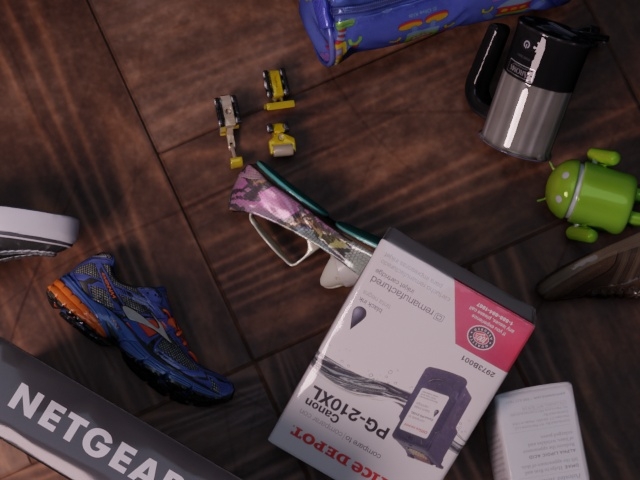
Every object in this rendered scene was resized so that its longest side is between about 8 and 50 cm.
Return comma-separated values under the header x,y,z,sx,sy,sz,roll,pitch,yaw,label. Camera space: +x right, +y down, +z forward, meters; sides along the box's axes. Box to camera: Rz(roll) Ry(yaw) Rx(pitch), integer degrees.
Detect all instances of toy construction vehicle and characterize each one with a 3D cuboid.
x,y,z,sx,sy,sz,roll,pitch,yaw,label
-0.069,-0.130,1.612,0.086,0.035,0.098,-12,78,-13,toy construction vehicle

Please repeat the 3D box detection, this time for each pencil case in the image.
x,y,z,sx,sy,sz,roll,pitch,yaw,label
0.128,-0.277,1.597,0.306,0.133,0.119,-16,96,-4,pencil case

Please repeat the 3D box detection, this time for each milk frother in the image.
x,y,z,sx,sy,sz,roll,pitch,yaw,label
0.243,-0.167,1.600,0.143,0.129,0.134,6,115,-29,milk frother

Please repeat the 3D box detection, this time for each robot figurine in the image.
x,y,z,sx,sy,sz,roll,pitch,yaw,label
0.290,-0.046,1.584,0.115,0.067,0.101,16,90,2,robot figurine

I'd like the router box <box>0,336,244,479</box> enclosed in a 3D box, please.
x,y,z,sx,sy,sz,roll,pitch,yaw,label
-0.191,0.208,1.427,0.309,0.243,0.081,30,79,5,router box

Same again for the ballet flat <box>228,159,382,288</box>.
x,y,z,sx,sy,sz,roll,pitch,yaw,label
0.000,0.000,1.570,0.221,0.077,0.079,31,97,10,ballet flat

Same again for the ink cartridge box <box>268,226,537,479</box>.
x,y,z,sx,sy,sz,roll,pitch,yaw,label
0.081,0.133,1.482,0.172,0.100,0.237,30,101,3,ink cartridge box

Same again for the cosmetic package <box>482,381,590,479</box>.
x,y,z,sx,sy,sz,roll,pitch,yaw,label
0.225,0.264,1.492,0.086,0.117,0.231,-10,79,-3,cosmetic package

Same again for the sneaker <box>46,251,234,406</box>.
x,y,z,sx,sy,sz,roll,pitch,yaw,label
-0.174,0.090,1.537,0.221,0.083,0.087,37,74,4,sneaker

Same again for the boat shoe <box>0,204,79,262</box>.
x,y,z,sx,sy,sz,roll,pitch,yaw,label
-0.398,0.018,1.529,0.306,0.113,0.104,-1,84,1,boat shoe

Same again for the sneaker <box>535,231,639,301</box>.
x,y,z,sx,sy,sz,roll,pitch,yaw,label
0.321,0.035,1.569,0.188,0.066,0.071,-24,85,-5,sneaker
